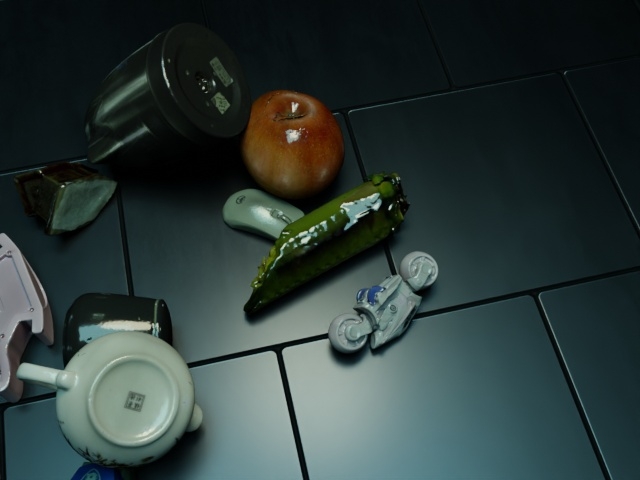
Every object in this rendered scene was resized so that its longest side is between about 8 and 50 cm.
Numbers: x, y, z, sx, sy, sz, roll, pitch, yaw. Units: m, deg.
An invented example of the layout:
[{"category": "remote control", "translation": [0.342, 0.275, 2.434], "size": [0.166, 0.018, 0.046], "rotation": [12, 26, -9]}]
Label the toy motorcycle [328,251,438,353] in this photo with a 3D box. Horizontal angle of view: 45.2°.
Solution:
[{"category": "toy motorcycle", "translation": [0.124, 0.122, 1.410], "size": [0.254, 0.112, 0.112], "rotation": [-39, 69, -18]}]

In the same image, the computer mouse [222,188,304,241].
[{"category": "computer mouse", "translation": [-0.109, -0.050, 1.515], "size": [0.182, 0.056, 0.089], "rotation": [22, 68, 10]}]

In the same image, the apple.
[{"category": "apple", "translation": [-0.058, -0.198, 1.519], "size": [0.210, 0.173, 0.235], "rotation": [-35, 62, -27]}]

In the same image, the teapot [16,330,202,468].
[{"category": "teapot", "translation": [-0.322, 0.240, 1.204], "size": [0.300, 0.166, 0.208], "rotation": [21, 84, -9]}]

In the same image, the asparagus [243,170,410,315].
[{"category": "asparagus", "translation": [0.000, 0.000, 1.455], "size": [0.382, 0.128, 0.108], "rotation": [-30, 30, -14]}]

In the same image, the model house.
[{"category": "model house", "translation": [-0.513, -0.102, 1.526], "size": [0.152, 0.106, 0.165], "rotation": [29, 29, 26]}]

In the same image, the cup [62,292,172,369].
[{"category": "cup", "translation": [-0.346, 0.200, 1.327], "size": [0.177, 0.169, 0.223], "rotation": [-1, 76, -9]}]

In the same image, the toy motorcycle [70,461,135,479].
[{"category": "toy motorcycle", "translation": [-0.342, 0.470, 1.156], "size": [0.191, 0.200, 0.326], "rotation": [-3, 64, -2]}]

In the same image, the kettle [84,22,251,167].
[{"category": "kettle", "translation": [-0.314, -0.279, 1.525], "size": [0.324, 0.228, 0.321], "rotation": [-19, 33, 35]}]

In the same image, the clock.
[{"category": "clock", "translation": [-0.623, 0.168, 1.381], "size": [0.275, 0.080, 0.290], "rotation": [-29, 65, -14]}]
